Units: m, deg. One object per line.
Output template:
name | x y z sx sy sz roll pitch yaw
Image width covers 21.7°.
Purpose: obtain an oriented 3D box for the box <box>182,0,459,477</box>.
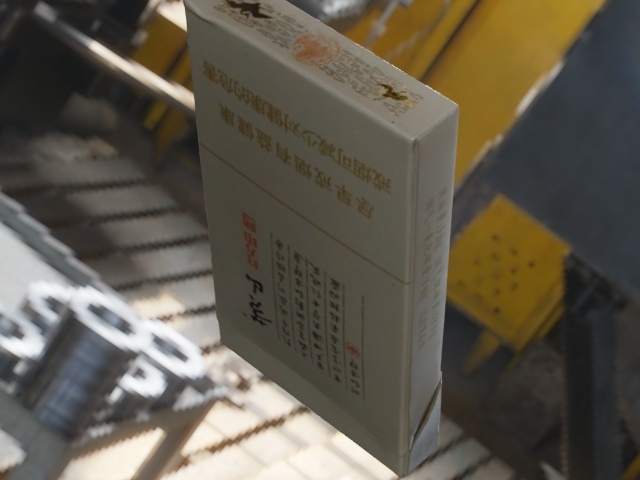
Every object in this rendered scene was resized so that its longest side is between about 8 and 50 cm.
box | 0.001 0.000 1.182 0.204 0.365 0.051 34 57 27
